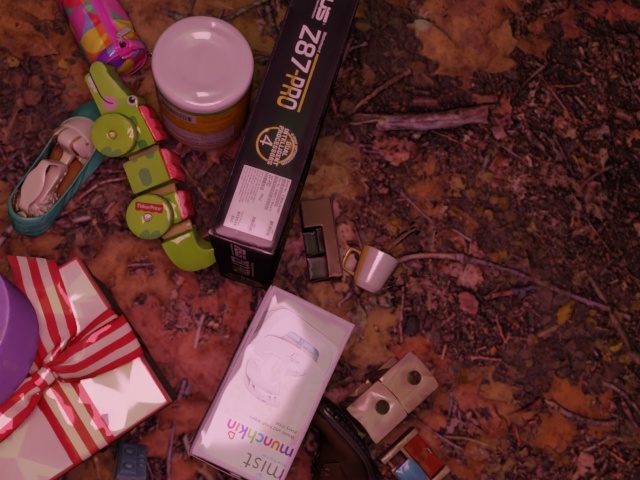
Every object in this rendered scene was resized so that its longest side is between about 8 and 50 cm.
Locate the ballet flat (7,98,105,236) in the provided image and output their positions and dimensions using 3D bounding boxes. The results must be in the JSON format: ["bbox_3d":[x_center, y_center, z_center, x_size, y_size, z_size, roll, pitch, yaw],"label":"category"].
[{"bbox_3d":[-0.389,-0.118,1.152,0.083,0.087,0.247,28,77,-1],"label":"ballet flat"}]

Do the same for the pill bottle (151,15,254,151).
[{"bbox_3d":[-0.171,-0.215,1.118,0.137,0.245,0.136,1,79,-8],"label":"pill bottle"}]

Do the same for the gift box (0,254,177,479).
[{"bbox_3d":[-0.365,0.174,1.012,0.255,0.258,0.276,-38,87,-13],"label":"gift box"}]

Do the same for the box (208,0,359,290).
[{"bbox_3d":[-0.052,-0.144,1.084,0.097,0.318,0.394,18,76,-3],"label":"box"}]

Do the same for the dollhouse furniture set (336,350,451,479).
[{"bbox_3d":[0.136,0.276,1.124,0.129,0.129,0.183,-40,85,-13],"label":"dollhouse furniture set"}]

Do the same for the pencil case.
[{"bbox_3d":[-0.359,-0.365,1.199,0.104,0.104,0.236,-31,84,-12],"label":"pencil case"}]

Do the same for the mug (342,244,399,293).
[{"bbox_3d":[0.079,0.047,1.206,0.062,0.078,0.064,29,85,-35],"label":"mug"}]

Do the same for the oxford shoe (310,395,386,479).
[{"bbox_3d":[0.024,0.316,1.084,0.096,0.083,0.227,-29,118,-6],"label":"oxford shoe"}]

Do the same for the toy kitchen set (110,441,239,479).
[{"bbox_3d":[-0.181,0.344,1.051,0.207,0.166,0.122,14,106,-16],"label":"toy kitchen set"}]

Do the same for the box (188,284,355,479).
[{"bbox_3d":[-0.076,0.201,1.043,0.127,0.262,0.231,25,76,-2],"label":"box"}]

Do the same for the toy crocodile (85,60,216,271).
[{"bbox_3d":[-0.252,-0.109,1.134,0.105,0.115,0.340,-23,93,4],"label":"toy crocodile"}]

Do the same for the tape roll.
[{"bbox_3d":[-0.430,0.111,0.870,0.189,0.080,0.188,-3,63,6],"label":"tape roll"}]

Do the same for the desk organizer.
[{"bbox_3d":[0.000,0.000,1.202,0.050,0.047,0.130,-7,80,-7],"label":"desk organizer"}]
